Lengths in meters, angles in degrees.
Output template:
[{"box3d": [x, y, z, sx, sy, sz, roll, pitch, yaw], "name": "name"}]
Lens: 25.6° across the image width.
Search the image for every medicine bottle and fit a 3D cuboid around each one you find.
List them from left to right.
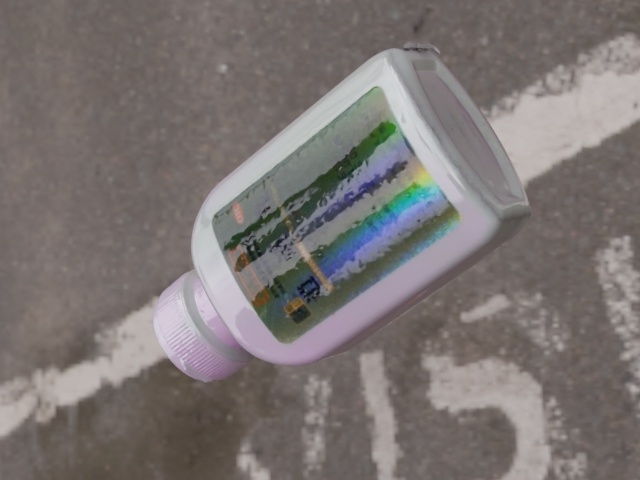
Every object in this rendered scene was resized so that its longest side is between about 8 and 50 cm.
[{"box3d": [0.000, 0.000, 0.767, 0.219, 0.078, 0.115, -37, 78, 28], "name": "medicine bottle"}]
